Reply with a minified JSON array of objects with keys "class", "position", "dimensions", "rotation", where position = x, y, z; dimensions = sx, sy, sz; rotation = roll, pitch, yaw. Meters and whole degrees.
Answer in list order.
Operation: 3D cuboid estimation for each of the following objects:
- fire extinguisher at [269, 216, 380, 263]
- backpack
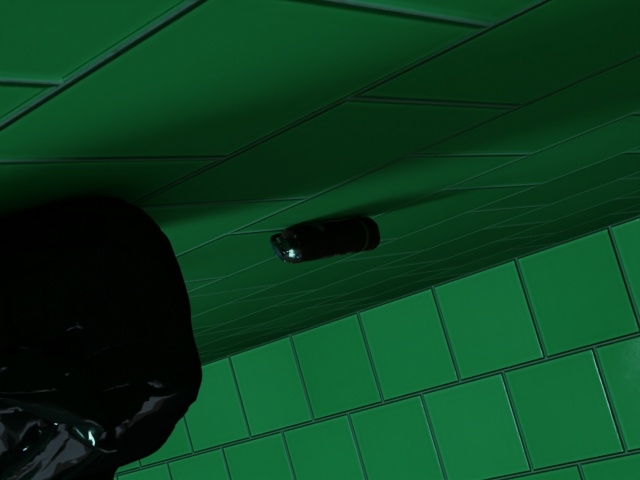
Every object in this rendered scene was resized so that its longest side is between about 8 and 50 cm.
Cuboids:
[{"class":"fire extinguisher","position":[0.000,0.000,1.320],"dimensions":[0.158,0.043,0.064],"rotation":[-8,-149,-42]},{"class":"backpack","position":[-0.316,0.131,0.893],"dimensions":[0.445,0.255,0.363],"rotation":[-11,165,-13]}]
